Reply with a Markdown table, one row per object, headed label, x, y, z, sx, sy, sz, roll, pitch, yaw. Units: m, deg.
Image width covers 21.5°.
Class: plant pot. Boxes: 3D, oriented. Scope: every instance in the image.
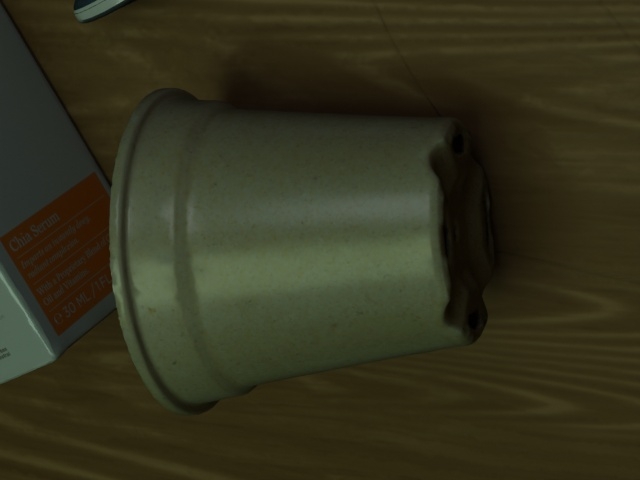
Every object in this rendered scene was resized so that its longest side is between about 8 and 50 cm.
| label | x | y | z | sx | sy | sz | roll | pitch | yaw |
| --- | --- | --- | --- | --- | --- | --- | --- | --- | --- |
| plant pot | 0.000 | 0.000 | 1.664 | 0.305 | 0.334 | 0.334 | -5 | 112 | 19 |

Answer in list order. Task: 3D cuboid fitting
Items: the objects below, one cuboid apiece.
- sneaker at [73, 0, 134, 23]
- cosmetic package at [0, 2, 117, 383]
| label | x | y | z | sx | sy | sz | roll | pitch | yaw |
| --- | --- | --- | --- | --- | --- | --- | --- | --- | --- |
| sneaker | -0.203 | -0.331 | 1.723 | 0.226 | 0.086 | 0.163 | -27 | 98 | 37 |
| cosmetic package | -0.397 | -0.085 | 1.868 | 0.161 | 0.230 | 0.453 | -23 | 103 | 35 |
